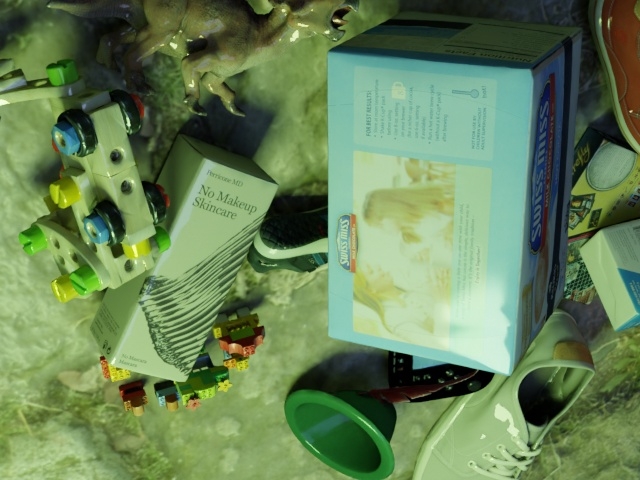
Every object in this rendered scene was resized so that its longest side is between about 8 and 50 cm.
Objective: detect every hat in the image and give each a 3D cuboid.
[{"bbox_3d":[0.080,0.232,1.603,0.183,0.208,0.173,-50,167,-36],"label":"hat"}]

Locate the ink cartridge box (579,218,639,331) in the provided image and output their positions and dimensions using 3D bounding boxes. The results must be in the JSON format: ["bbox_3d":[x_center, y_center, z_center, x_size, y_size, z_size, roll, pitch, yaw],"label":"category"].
[{"bbox_3d":[0.504,0.032,1.554,0.231,0.134,0.078,-13,159,-17],"label":"ink cartridge box"}]

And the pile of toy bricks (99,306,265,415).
[{"bbox_3d":[-0.169,0.176,1.425,0.212,0.105,0.118,-15,127,-15],"label":"pile of toy bricks"}]

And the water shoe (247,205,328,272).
[{"bbox_3d":[0.000,0.000,1.422,0.203,0.073,0.080,-1,151,-27],"label":"water shoe"}]

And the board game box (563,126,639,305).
[{"bbox_3d":[0.388,-0.030,1.583,0.165,0.042,0.243,17,113,-32],"label":"board game box"}]

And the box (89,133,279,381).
[{"bbox_3d":[-0.165,0.023,1.307,0.113,0.094,0.275,17,105,-33],"label":"box"}]

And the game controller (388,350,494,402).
[{"bbox_3d":[0.177,0.101,1.559,0.166,0.067,0.319,-13,125,-16],"label":"game controller"}]

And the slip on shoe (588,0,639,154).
[{"bbox_3d":[0.451,-0.208,1.442,0.123,0.101,0.331,-48,131,-16],"label":"slip on shoe"}]

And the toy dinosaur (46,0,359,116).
[{"bbox_3d":[-0.128,-0.246,1.160,0.295,0.127,0.200,18,103,-15],"label":"toy dinosaur"}]

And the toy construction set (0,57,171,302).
[{"bbox_3d":[-0.272,-0.075,1.168,0.151,0.215,0.328,-45,127,-25],"label":"toy construction set"}]

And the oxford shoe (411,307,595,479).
[{"bbox_3d":[0.277,0.309,1.706,0.169,0.130,0.449,13,116,-33],"label":"oxford shoe"}]

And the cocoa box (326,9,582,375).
[{"bbox_3d":[0.151,-0.063,1.244,0.228,0.231,0.347,-39,134,-57],"label":"cocoa box"}]
